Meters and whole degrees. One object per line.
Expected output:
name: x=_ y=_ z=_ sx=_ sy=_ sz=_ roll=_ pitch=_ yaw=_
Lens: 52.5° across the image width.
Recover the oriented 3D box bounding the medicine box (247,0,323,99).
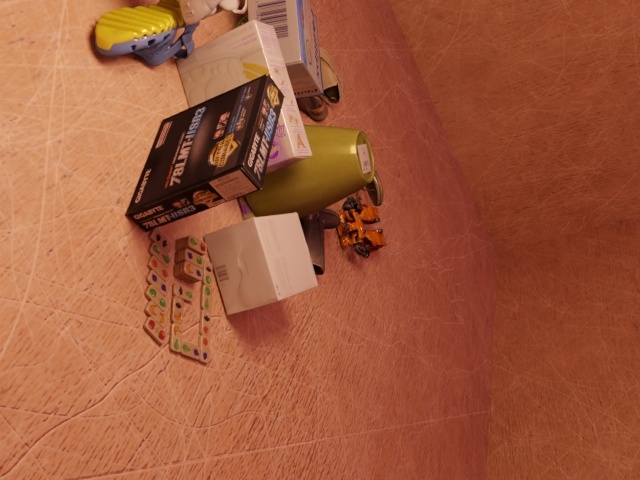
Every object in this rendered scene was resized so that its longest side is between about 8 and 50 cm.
medicine box: x=-0.098 y=-0.575 z=1.870 sx=0.289 sy=0.149 sz=0.264 roll=24 pitch=60 yaw=-77

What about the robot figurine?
robot figurine: x=0.136 y=-0.040 z=2.189 sx=0.291 sy=0.085 sz=0.211 roll=-1 pitch=75 yaw=-64

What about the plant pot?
plant pot: x=-0.016 y=-0.192 z=1.705 sx=0.275 sy=0.293 sz=0.275 roll=-8 pitch=90 yaw=-67

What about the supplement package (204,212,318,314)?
supplement package: x=-0.136 y=0.050 z=1.530 sx=0.203 sy=0.149 sz=0.194 roll=-13 pitch=86 yaw=-64

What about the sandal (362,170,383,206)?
sandal: x=0.127 y=-0.249 z=2.300 sx=0.303 sy=0.086 sz=0.120 roll=59 pitch=-12 yaw=-3

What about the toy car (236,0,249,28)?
toy car: x=-0.231 y=-0.646 z=1.869 sx=0.239 sy=0.053 sz=0.225 roll=-5 pitch=80 yaw=-63

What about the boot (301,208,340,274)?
boot: x=-0.001 y=0.001 z=1.909 sx=0.189 sy=0.076 sz=0.209 roll=20 pitch=50 yaw=-42

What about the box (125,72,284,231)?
box: x=-0.230 y=-0.181 z=1.320 sx=0.073 sy=0.293 sz=0.296 roll=52 pitch=34 yaw=-39

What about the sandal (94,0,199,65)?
sandal: x=-0.363 y=-0.444 z=1.426 sx=0.317 sy=0.126 sz=0.138 roll=-41 pitch=152 yaw=-50

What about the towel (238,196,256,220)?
towel: x=-0.190 y=-0.089 z=1.666 sx=0.060 sy=0.009 sz=0.083 roll=-17 pitch=91 yaw=-65

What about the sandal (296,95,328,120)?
sandal: x=-0.024 y=-0.459 z=2.151 sx=0.219 sy=0.060 sz=0.090 roll=20 pitch=58 yaw=-59

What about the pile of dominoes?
pile of dominoes: x=-0.278 y=0.110 z=1.342 sx=0.196 sy=0.040 sz=0.251 roll=36 pitch=44 yaw=-51

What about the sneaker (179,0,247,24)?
sneaker: x=-0.319 y=-0.571 z=1.369 sx=0.137 sy=0.365 sz=0.210 roll=-59 pitch=148 yaw=-53

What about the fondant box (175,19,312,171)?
fondant box: x=-0.185 y=-0.319 z=1.552 sx=0.096 sy=0.238 sz=0.330 roll=-18 pitch=91 yaw=-64

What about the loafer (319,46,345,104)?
loafer: x=0.013 y=-0.566 z=2.242 sx=0.268 sy=0.102 sz=0.092 roll=39 pitch=36 yaw=-50
